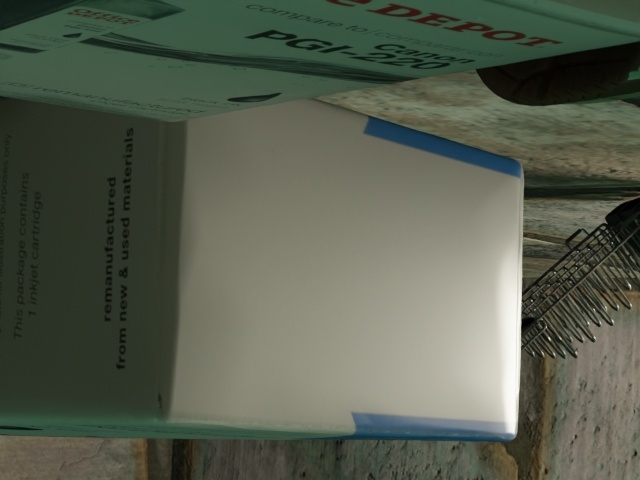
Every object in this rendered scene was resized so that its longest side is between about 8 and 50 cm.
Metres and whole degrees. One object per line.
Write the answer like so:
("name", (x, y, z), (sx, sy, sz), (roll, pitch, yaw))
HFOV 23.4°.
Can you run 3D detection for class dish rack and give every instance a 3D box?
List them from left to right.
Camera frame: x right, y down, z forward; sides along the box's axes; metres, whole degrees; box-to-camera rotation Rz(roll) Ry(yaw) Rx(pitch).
("dish rack", (0.240, 0.054, 1.453), (0.271, 0.074, 0.208), (-40, 180, -8))

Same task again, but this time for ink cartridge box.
("ink cartridge box", (-0.125, 0.028, 0.874), (0.395, 0.166, 0.285), (-5, 170, 40))
("ink cartridge box", (-0.037, -0.092, 0.402), (0.158, 0.092, 0.218), (5, 173, -40))

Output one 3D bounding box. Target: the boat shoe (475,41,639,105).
("boat shoe", (0.160, -0.089, 0.466), (0.095, 0.095, 0.257), (-10, -169, -37))
